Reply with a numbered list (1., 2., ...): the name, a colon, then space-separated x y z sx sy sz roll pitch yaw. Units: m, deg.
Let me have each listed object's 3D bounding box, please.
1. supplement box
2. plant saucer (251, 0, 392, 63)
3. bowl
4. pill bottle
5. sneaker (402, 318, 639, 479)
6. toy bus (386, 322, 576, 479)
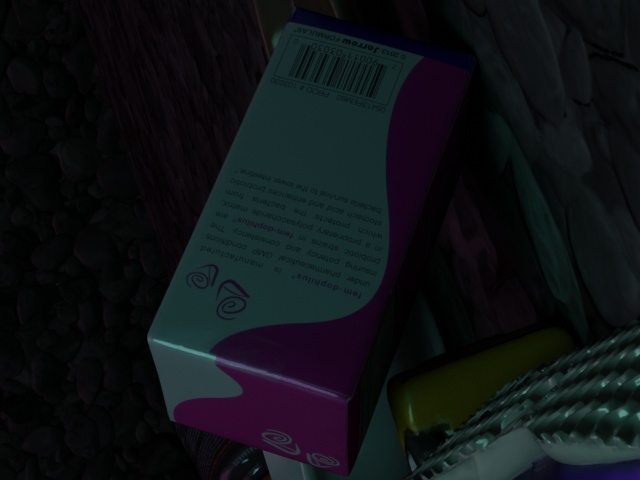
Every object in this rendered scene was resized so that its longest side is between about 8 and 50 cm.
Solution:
1. supplement box: 0.000 0.000 0.874 0.114 0.111 0.220 89 -159 -60
2. plant saucer: 0.004 -0.137 1.122 0.278 0.041 0.278 160 90 -79
3. bowl: 0.018 0.104 1.189 0.298 0.134 0.298 164 90 -81
4. pill bottle: -0.068 0.215 1.637 0.246 0.130 0.130 -129 22 -54
5. sneaker: 0.150 0.118 0.694 0.146 0.102 0.293 51 160 1
6. toy bus: 0.132 0.217 0.903 0.130 0.108 0.333 176 75 -81
